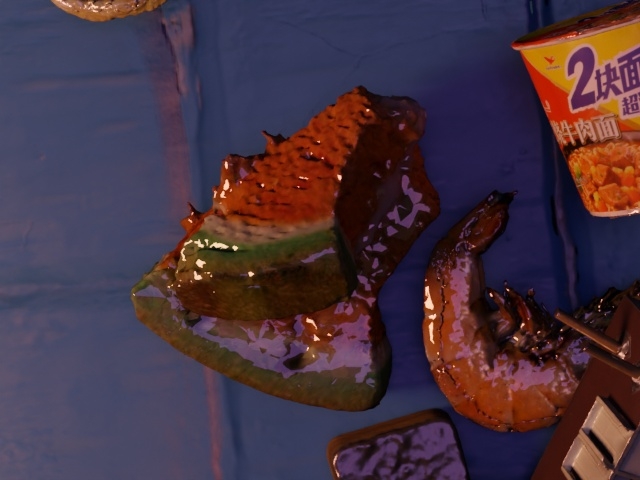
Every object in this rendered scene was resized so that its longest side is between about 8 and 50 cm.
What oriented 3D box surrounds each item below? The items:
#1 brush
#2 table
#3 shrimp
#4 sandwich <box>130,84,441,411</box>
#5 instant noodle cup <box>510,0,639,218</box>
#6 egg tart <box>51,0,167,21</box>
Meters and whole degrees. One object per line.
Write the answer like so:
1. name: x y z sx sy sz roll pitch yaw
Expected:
1. brush: 0.089 0.261 1.816 0.123 0.059 0.197 -17 90 -1
2. table: 0.225 0.171 1.739 0.111 0.121 0.240 18 106 -21
3. shrimp: 0.225 0.043 1.806 0.290 0.054 0.222 -24 99 0
4. sandwich: 0.000 0.000 1.768 0.250 0.162 0.301 30 93 -4
5. instant noodle cup: 0.292 -0.124 1.753 0.213 0.213 0.174 -17 98 0
6. egg tart: -0.189 -0.294 1.811 0.197 0.078 0.197 0 90 3
